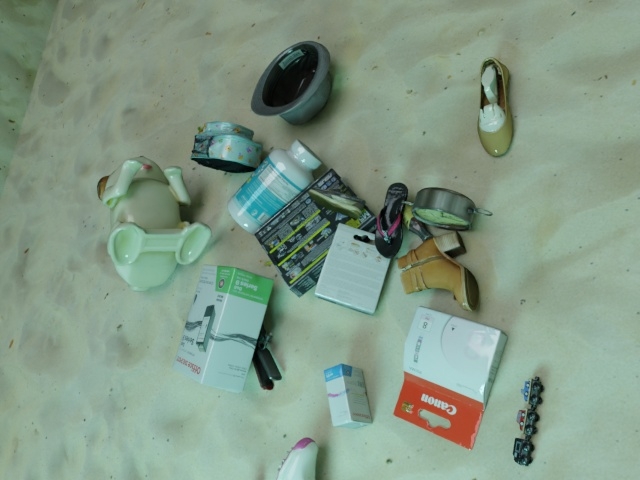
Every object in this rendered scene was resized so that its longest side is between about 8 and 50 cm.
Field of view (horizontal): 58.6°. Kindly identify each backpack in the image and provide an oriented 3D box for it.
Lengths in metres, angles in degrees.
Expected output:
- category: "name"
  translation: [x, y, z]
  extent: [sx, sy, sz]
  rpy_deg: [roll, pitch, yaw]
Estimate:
- category: "backpack"
  translation: [-0.263, -0.270, 1.680]
  extent: [0.188, 0.165, 0.145]
  rpy_deg: [18, 92, 38]

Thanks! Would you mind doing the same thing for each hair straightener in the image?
- category: "hair straightener"
  translation: [-0.141, 0.257, 1.439]
  extent: [0.089, 0.047, 0.231]
  rpy_deg: [-49, 42, 28]

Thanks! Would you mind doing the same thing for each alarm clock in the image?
- category: "alarm clock"
  translation: [0.276, -0.067, 1.199]
  extent: [0.192, 0.129, 0.064]
  rpy_deg: [11, 77, 48]

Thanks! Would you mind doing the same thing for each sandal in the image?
- category: "sandal"
  translation: [0.156, -0.049, 1.289]
  extent: [0.067, 0.040, 0.179]
  rpy_deg: [5, 79, 28]

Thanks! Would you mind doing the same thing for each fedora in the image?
- category: "fedora"
  translation: [-0.061, -0.427, 1.620]
  extent: [0.243, 0.124, 0.276]
  rpy_deg: [1, 64, 35]

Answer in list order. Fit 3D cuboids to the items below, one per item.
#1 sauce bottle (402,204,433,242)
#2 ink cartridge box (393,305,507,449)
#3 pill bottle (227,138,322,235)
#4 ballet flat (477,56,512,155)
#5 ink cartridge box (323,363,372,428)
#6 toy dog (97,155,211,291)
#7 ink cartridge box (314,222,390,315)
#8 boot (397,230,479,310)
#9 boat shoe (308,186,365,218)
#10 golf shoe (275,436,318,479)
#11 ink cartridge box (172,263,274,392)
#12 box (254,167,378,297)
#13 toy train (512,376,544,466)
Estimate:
- category: "sauce bottle"
  translation: [0.211, -0.044, 1.301]
  extent: [0.042, 0.042, 0.128]
  rpy_deg: [-46, 48, 13]
- category: "ink cartridge box"
  translation: [0.246, 0.265, 1.135]
  extent: [0.189, 0.066, 0.233]
  rpy_deg: [14, 75, 40]
- category: "pill bottle"
  translation: [-0.117, -0.143, 1.526]
  extent: [0.264, 0.146, 0.146]
  rpy_deg: [-46, 50, 11]
- category: "ballet flat"
  translation: [0.377, -0.301, 1.264]
  extent: [0.080, 0.073, 0.233]
  rpy_deg: [-11, 65, 34]
- category: "ink cartridge box"
  translation: [0.059, 0.336, 1.222]
  extent: [0.052, 0.088, 0.123]
  rpy_deg: [-27, 57, 25]
- category: "toy dog"
  translation: [-0.540, -0.082, 1.779]
  extent: [0.408, 0.284, 0.396]
  rpy_deg: [64, 148, 34]
- category: "ink cartridge box"
  translation: [0.079, 0.066, 1.313]
  extent: [0.145, 0.045, 0.179]
  rpy_deg: [18, 72, 6]
- category: "boot"
  translation: [0.244, 0.085, 1.204]
  extent: [0.152, 0.073, 0.197]
  rpy_deg: [-27, 45, 25]
- category: "boat shoe"
  translation: [0.041, -0.098, 1.364]
  extent: [0.152, 0.056, 0.049]
  rpy_deg: [26, 72, 27]
- category: "golf shoe"
  translation: [-0.040, 0.576, 1.196]
  extent: [0.140, 0.115, 0.307]
  rpy_deg: [14, 86, 29]
- category: "ink cartridge box"
  translation: [-0.250, 0.217, 1.451]
  extent: [0.211, 0.121, 0.289]
  rpy_deg: [-1, 71, 56]
- category: "box"
  translation: [-0.010, -0.023, 1.419]
  extent: [0.270, 0.060, 0.216]
  rpy_deg: [-40, 51, 3]
- category: "toy train"
  translation: [0.373, 0.324, 1.030]
  extent: [0.036, 0.027, 0.158]
  rpy_deg: [1, 72, 49]
